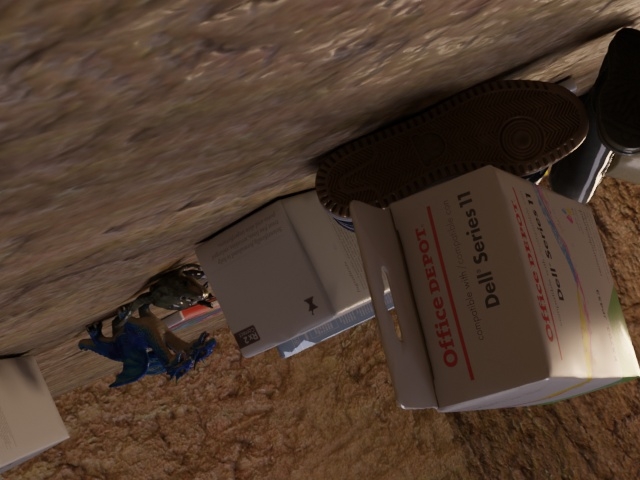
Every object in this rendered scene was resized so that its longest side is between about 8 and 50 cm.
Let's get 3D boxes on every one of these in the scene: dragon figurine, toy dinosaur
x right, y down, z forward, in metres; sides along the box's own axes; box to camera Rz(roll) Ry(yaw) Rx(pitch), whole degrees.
[{"bbox_3d":[-0.289,0.178,1.562,0.289,0.144,0.085,-28,174,35],"label":"dragon figurine"},{"bbox_3d":[-0.196,0.071,1.396,0.118,0.064,0.268,-14,173,-32],"label":"toy dinosaur"}]

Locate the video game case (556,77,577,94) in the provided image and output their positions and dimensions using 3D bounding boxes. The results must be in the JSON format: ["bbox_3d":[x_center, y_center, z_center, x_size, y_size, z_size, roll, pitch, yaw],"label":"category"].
[{"bbox_3d":[0.268,-0.167,1.327,0.143,0.019,0.157,-25,176,12],"label":"video game case"}]

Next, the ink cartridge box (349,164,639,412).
[{"bbox_3d":[0.183,0.053,0.979,0.119,0.207,0.353,-22,163,30],"label":"ink cartridge box"}]

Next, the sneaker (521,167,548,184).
[{"bbox_3d":[0.242,-0.065,1.326,0.134,0.146,0.343,-19,176,0],"label":"sneaker"}]

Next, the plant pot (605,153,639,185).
[{"bbox_3d":[0.546,-0.173,1.525,0.274,0.256,0.256,-7,171,-16],"label":"plant pot"}]

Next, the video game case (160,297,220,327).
[{"bbox_3d":[-0.288,0.170,2.242,0.204,0.025,0.285,-28,175,34],"label":"video game case"}]

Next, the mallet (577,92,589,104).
[{"bbox_3d":[0.296,-0.161,1.250,0.062,0.039,0.190,-25,171,40],"label":"mallet"}]

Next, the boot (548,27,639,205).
[{"bbox_3d":[0.299,-0.102,1.088,0.208,0.076,0.189,113,2,-51],"label":"boot"}]

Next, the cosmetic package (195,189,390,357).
[{"bbox_3d":[-0.021,0.031,1.235,0.151,0.151,0.184,-28,175,34],"label":"cosmetic package"}]

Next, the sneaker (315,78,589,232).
[{"bbox_3d":[0.131,-0.082,1.054,0.282,0.099,0.153,-18,171,-1],"label":"sneaker"}]

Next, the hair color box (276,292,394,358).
[{"bbox_3d":[0.067,0.049,1.753,0.374,0.113,0.185,-24,-156,-5],"label":"hair color box"}]

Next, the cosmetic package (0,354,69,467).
[{"bbox_3d":[-0.505,0.266,1.376,0.197,0.155,0.365,-27,174,1],"label":"cosmetic package"}]
